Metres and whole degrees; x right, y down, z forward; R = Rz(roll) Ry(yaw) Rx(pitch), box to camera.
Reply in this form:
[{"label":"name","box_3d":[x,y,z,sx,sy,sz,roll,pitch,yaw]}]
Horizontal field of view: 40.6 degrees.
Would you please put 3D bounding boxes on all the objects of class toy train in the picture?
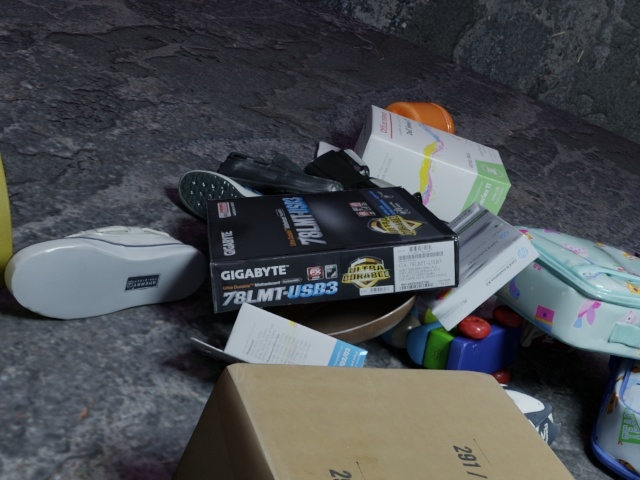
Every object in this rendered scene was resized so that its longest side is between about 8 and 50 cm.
[{"label":"toy train","box_3d":[0.207,0.123,1.186,0.143,0.105,0.248,22,20,37]}]

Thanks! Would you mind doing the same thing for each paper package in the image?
[{"label":"paper package","box_3d":[0.068,0.259,0.696,0.310,0.168,0.325,7,29,-27]}]

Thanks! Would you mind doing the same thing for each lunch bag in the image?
[{"label":"lunch bag","box_3d":[0.485,0.237,1.142,0.243,0.115,0.303,24,23,19]},{"label":"lunch bag","box_3d":[0.379,0.074,1.149,0.279,0.107,0.224,10,17,-30]}]

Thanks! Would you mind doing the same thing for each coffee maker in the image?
[{"label":"coffee maker","box_3d":[0.049,-0.063,1.406,0.178,0.120,0.171,37,30,33]}]

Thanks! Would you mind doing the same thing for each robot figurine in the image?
[{"label":"robot figurine","box_3d":[0.209,-0.238,1.891,0.158,0.128,0.219,-15,-3,42]}]

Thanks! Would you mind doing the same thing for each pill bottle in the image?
[{"label":"pill bottle","box_3d":[0.343,0.121,1.297,0.152,0.086,0.086,12,26,-18]}]

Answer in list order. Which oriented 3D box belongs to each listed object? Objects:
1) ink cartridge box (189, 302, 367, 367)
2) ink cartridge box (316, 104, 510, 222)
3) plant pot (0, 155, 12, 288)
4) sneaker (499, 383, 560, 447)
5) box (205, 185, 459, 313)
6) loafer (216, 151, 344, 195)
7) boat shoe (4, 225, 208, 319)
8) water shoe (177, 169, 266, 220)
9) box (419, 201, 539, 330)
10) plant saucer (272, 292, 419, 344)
[{"label":"ink cartridge box","box_3d":[-0.047,0.122,0.959,0.181,0.061,0.104,21,-15,1]},{"label":"ink cartridge box","box_3d":[0.175,-0.154,1.694,0.353,0.119,0.207,19,25,-6]},{"label":"plant pot","box_3d":[-0.446,-0.041,0.883,0.212,0.187,0.212,25,25,7]},{"label":"sneaker","box_3d":[0.218,0.231,0.959,0.153,0.094,0.235,3,19,-18]},{"label":"box","box_3d":[0.000,0.000,1.127,0.293,0.073,0.295,-4,16,-7]},{"label":"loafer","box_3d":[-0.063,-0.100,1.363,0.223,0.078,0.076,10,-18,25]},{"label":"boat shoe","box_3d":[-0.255,0.024,1.017,0.088,0.096,0.267,33,26,35]},{"label":"water shoe","box_3d":[-0.121,-0.047,1.326,0.203,0.073,0.080,21,-5,5]},{"label":"box","box_3d":[0.183,0.027,1.113,0.038,0.145,0.186,49,3,-16]},{"label":"plant saucer","box_3d":[0.037,0.087,1.093,0.199,0.036,0.198,-16,17,5]}]
